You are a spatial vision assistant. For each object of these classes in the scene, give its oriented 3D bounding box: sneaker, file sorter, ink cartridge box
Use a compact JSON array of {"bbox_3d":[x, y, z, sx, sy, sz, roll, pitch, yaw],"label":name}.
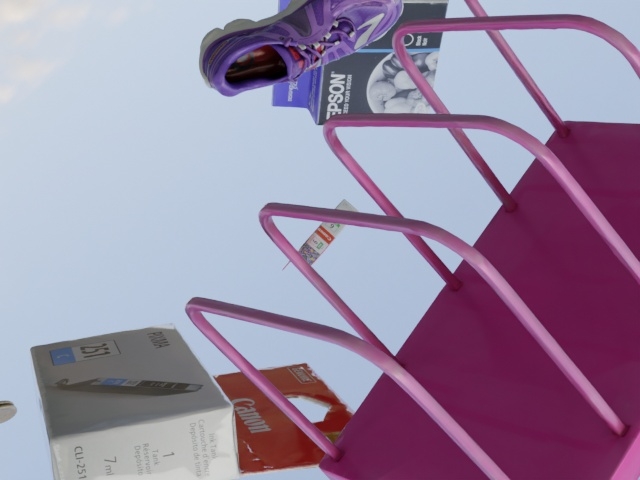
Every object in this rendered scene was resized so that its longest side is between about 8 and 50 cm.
[{"bbox_3d":[-0.010,-0.151,1.075,0.170,0.068,0.071,-25,-147,-1],"label":"sneaker"},{"bbox_3d":[0.098,-0.008,0.763,0.202,0.182,0.291,9,-123,54],"label":"file sorter"},{"bbox_3d":[0.046,-0.232,1.739,0.208,0.206,0.045,0,-134,-5],"label":"ink cartridge box"},{"bbox_3d":[-0.103,0.131,1.157,0.261,0.066,0.296,-8,-169,-14],"label":"ink cartridge box"},{"bbox_3d":[0.000,0.000,1.831,0.115,0.029,0.063,-49,180,-37],"label":"ink cartridge box"}]

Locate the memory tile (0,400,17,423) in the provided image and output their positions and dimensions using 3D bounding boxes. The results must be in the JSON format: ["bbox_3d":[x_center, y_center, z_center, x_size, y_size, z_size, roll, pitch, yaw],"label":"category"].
[{"bbox_3d":[-0.384,0.187,1.361,0.113,0.148,0.012,-39,-118,24],"label":"memory tile"}]
